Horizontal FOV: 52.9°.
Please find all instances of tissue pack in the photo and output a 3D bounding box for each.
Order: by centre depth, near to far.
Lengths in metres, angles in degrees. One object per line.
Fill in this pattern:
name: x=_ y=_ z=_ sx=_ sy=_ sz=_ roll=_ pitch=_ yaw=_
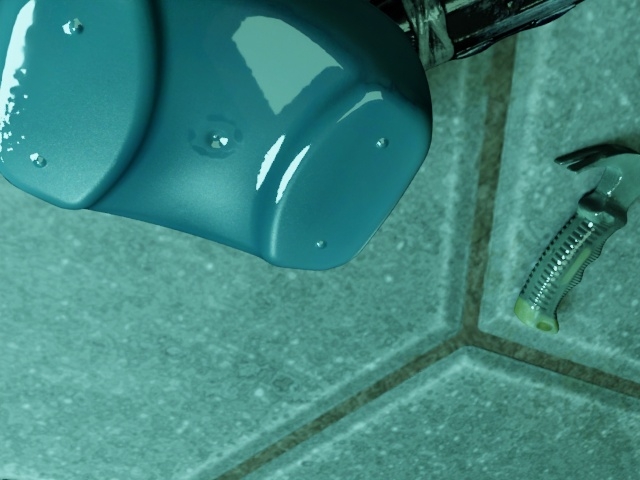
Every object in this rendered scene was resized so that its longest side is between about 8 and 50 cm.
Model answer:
tissue pack: x=-0.076 y=-0.116 z=0.467 sx=0.287 sy=0.206 sz=0.198 roll=16 pitch=124 yaw=-21

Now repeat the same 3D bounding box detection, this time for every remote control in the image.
remote control: x=0.156 y=-0.210 z=0.543 sx=0.265 sy=0.066 sz=0.090 roll=-26 pitch=119 yaw=1

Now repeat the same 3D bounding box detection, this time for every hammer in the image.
hammer: x=0.290 y=0.002 z=0.718 sx=0.158 sy=0.041 sz=0.227 roll=17 pitch=114 yaw=-23
